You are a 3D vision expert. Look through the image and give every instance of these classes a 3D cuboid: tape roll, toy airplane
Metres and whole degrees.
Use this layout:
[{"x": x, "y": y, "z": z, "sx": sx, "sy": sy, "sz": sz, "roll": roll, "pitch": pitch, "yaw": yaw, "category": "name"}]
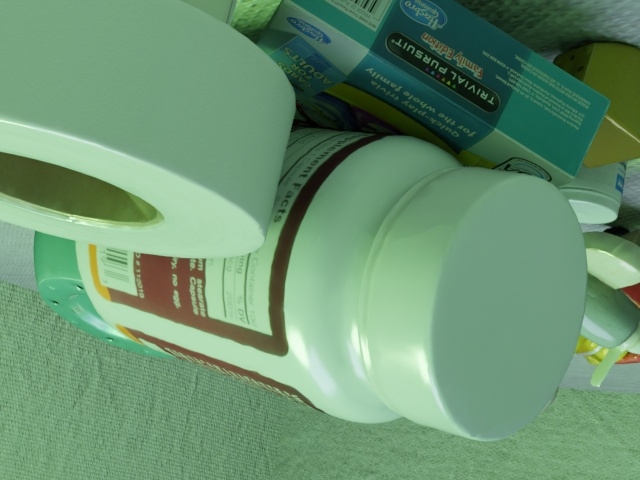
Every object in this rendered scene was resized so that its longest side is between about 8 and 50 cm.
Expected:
[{"x": -0.163, "y": -0.076, "z": 0.689, "sx": 0.286, "sy": 0.100, "sz": 0.286, "roll": 12, "pitch": 167, "yaw": 3, "category": "tape roll"}, {"x": 0.231, "y": 0.067, "z": 1.245, "sx": 0.384, "sy": 0.272, "sz": 0.386, "roll": 5, "pitch": 166, "yaw": 29, "category": "toy airplane"}]

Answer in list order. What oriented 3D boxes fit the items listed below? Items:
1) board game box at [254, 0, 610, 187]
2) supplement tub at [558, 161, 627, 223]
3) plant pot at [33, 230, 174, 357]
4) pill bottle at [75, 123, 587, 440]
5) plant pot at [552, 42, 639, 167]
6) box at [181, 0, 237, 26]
[{"x": 0.052, "y": -0.109, "z": 0.931, "sx": 0.254, "sy": 0.079, "sz": 0.336, "roll": 30, "pitch": 163, "yaw": -9, "category": "board game box"}, {"x": 0.248, "y": -0.076, "z": 0.982, "sx": 0.071, "sy": 0.107, "sz": 0.071, "roll": 11, "pitch": 167, "yaw": 2, "category": "supplement tub"}, {"x": -0.192, "y": -0.008, "z": 1.221, "sx": 0.293, "sy": 0.235, "sz": 0.293, "roll": 17, "pitch": 153, "yaw": 9, "category": "plant pot"}, {"x": -0.003, "y": 0.018, "z": 0.863, "sx": 0.392, "sy": 0.224, "sz": 0.224, "roll": 12, "pitch": 171, "yaw": 44, "category": "pill bottle"}, {"x": 0.233, "y": -0.119, "z": 0.883, "sx": 0.083, "sy": 0.081, "sz": 0.081, "roll": 29, "pitch": 161, "yaw": -26, "category": "plant pot"}, {"x": -0.148, "y": -0.192, "z": 0.737, "sx": 0.127, "sy": 0.148, "sz": 0.232, "roll": 18, "pitch": 165, "yaw": -24, "category": "box"}]
